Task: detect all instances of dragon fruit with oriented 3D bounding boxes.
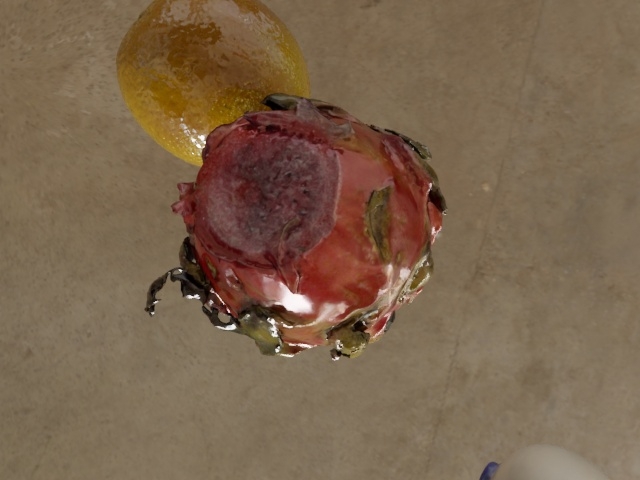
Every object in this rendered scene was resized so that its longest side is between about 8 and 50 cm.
[{"bbox_3d":[0.000,0.000,0.775,0.269,0.250,0.291,-70,156,-11],"label":"dragon fruit"}]

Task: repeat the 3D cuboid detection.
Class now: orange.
[{"bbox_3d":[-0.126,-0.195,0.900,0.236,0.236,0.236,-6,104,-23],"label":"orange"}]

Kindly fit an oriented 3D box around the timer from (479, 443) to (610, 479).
[{"bbox_3d":[0.158,0.333,0.662,0.383,0.270,0.270,-36,116,-40],"label":"timer"}]
